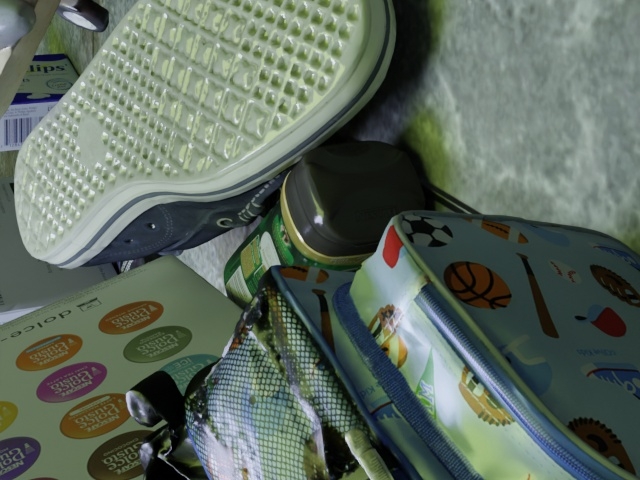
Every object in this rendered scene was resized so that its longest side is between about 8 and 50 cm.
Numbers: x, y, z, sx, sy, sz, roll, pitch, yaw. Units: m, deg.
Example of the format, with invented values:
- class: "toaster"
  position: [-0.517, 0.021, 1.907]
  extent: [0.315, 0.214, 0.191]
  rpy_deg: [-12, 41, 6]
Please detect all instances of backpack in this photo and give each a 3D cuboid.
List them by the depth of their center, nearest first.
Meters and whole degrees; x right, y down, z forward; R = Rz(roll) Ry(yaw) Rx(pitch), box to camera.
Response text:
- class: "backpack"
  position: [0.094, 0.123, 0.540]
  extent: [0.213, 0.276, 0.263]
  rpy_deg: [-54, 51, 37]

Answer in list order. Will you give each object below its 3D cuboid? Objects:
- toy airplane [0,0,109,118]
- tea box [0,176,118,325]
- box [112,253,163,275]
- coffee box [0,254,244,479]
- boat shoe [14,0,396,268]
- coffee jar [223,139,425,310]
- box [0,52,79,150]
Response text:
- class: "toy airplane"
  position: [-0.236, -0.329, 1.038]
  extent: [0.384, 0.272, 0.386]
  rpy_deg: [-47, 33, 30]
- class: "tea box"
  position: [-0.390, 0.133, 1.497]
  extent: [0.329, 0.219, 0.324]
  rpy_deg: [-128, 36, -52]
- class: "box"
  position: [-0.226, -0.008, 1.376]
  extent: [0.116, 0.029, 0.162]
  rpy_deg: [-56, 49, 54]
- class: "coffee box"
  position: [-0.150, 0.261, 0.848]
  extent: [0.334, 0.337, 0.338]
  rpy_deg: [31, 141, 57]
- class: "boat shoe"
  position: [-0.092, -0.096, 0.958]
  extent: [0.500, 0.156, 0.187]
  rpy_deg: [-27, 69, 50]
- class: "coffee jar"
  position: [0.000, 0.000, 0.848]
  extent: [0.184, 0.096, 0.079]
  rpy_deg: [-50, 55, 55]
- class: "box"
  position: [-0.382, -0.184, 1.539]
  extent: [0.137, 0.126, 0.072]
  rpy_deg: [51, 141, 46]
